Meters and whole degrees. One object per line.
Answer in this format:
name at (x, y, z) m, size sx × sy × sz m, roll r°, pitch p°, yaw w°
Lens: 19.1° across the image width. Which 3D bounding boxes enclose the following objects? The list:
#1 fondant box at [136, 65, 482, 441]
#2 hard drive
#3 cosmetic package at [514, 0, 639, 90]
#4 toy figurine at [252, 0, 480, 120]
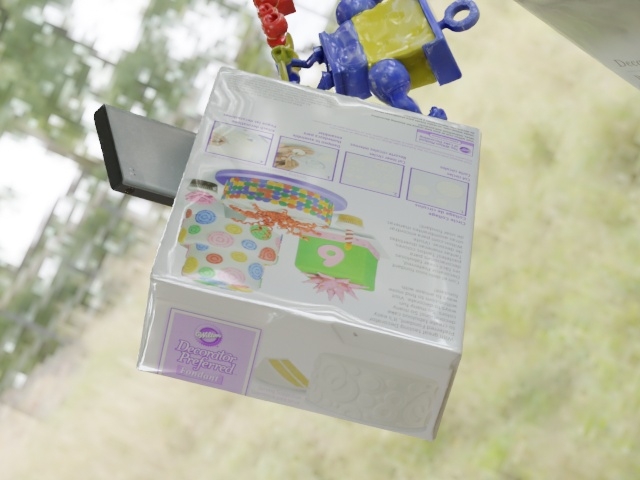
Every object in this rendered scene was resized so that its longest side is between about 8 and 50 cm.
fondant box at (0.000, 0.000, 1.546) m, size 0.330 × 0.238 × 0.096 m, roll -78°, pitch 2°, yaw -57°
hard drive at (-0.157, -0.076, 1.864) m, size 0.022 × 0.135 × 0.094 m, roll -37°, pitch 55°, yaw 31°
cosmetic package at (0.447, -0.270, 1.649) m, size 0.327 × 0.393 × 0.329 m, roll 1°, pitch 64°, yaw 60°
toy figurine at (0.061, -0.194, 1.911) m, size 0.362 × 0.217 × 0.191 m, roll -110°, pitch 0°, yaw -45°
